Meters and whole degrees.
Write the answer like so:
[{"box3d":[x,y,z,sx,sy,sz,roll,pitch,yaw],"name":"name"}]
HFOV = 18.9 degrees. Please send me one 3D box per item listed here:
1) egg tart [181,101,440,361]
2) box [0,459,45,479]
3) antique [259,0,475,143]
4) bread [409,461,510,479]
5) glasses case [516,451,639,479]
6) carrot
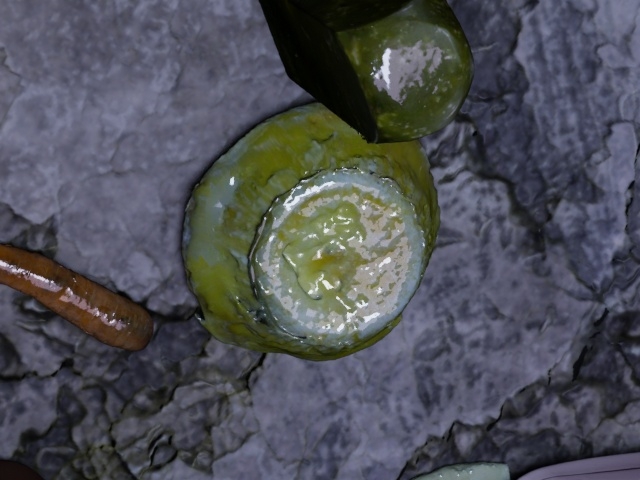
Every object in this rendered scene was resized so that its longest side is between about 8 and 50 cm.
[{"box3d":[0.000,0.000,1.312,0.197,0.078,0.197,-5,108,-16],"name":"egg tart"},{"box3d":[-0.258,0.340,1.268,0.339,0.229,0.239,-36,116,-3],"name":"box"},{"box3d":[0.031,-0.125,1.196,0.080,0.221,0.081,-24,113,-8],"name":"antique"},{"box3d":[0.072,0.254,1.448,0.112,0.036,0.193,9,105,-19],"name":"bread"},{"box3d":[0.262,0.218,1.465,0.297,0.075,0.113,-3,115,-22],"name":"glasses case"},{"box3d":[-0.181,0.029,1.289,0.165,0.035,0.035,31,98,-22],"name":"carrot"}]
